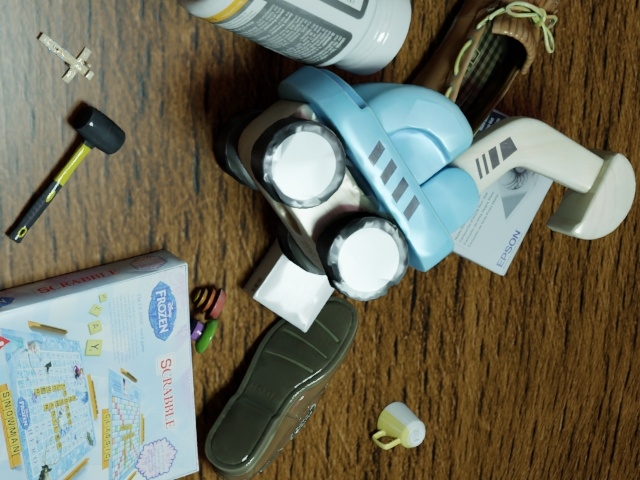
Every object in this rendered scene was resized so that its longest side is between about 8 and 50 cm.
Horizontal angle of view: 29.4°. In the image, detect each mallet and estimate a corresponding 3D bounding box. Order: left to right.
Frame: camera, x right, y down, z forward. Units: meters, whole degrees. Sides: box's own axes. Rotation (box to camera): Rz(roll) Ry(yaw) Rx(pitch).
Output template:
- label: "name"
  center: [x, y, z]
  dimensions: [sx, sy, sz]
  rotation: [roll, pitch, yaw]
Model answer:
- label: "mallet"
  center: [-0.308, -0.072, 1.486]
  dimensions: [0.062, 0.039, 0.190]
  rotation: [29, 95, -42]

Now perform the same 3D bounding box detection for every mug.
- label: "mug"
  center: [0.129, 0.304, 1.939]
  dimensions: [0.062, 0.064, 0.078]
  rotation: [38, 85, -40]

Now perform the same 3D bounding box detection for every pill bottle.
- label: "pill bottle"
  center: [-0.030, -0.309, 1.504]
  dimensions: [0.278, 0.162, 0.162]
  rotation: [18, 97, -40]

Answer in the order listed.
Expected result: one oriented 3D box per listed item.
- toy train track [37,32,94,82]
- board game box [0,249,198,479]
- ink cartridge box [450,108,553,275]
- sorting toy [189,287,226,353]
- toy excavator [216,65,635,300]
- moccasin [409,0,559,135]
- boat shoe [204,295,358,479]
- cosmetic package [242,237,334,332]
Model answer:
- label: "toy train track"
  center: [-0.299, -0.216, 1.442]
  dimensions: [0.083, 0.014, 0.048]
  rotation: [39, 84, -39]
- label: "board game box"
  center: [-0.316, 0.199, 1.569]
  dimensions: [0.318, 0.066, 0.319]
  rotation: [-14, 116, -31]
- label: "ink cartridge box"
  center: [0.256, -0.080, 1.882]
  dimensions: [0.224, 0.045, 0.223]
  rotation: [24, 94, -39]
- label: "sorting toy"
  center: [-0.163, 0.104, 1.645]
  dimensions: [0.042, 0.061, 0.102]
  rotation: [28, 47, -12]
- label: "toy excavator"
  center: [0.158, -0.094, 1.593]
  dimensions: [0.445, 0.222, 0.433]
  rotation: [-38, 109, -9]
- label: "moccasin"
  center: [0.257, -0.289, 1.730]
  dimensions: [0.380, 0.147, 0.139]
  rotation: [-50, 130, -8]
- label: "boat shoe"
  center: [-0.054, 0.214, 1.755]
  dimensions: [0.307, 0.110, 0.104]
  rotation: [-48, 156, -17]
- label: "cosmetic package"
  center: [0.000, 0.000, 1.709]
  dimensions: [0.099, 0.060, 0.239]
  rotation: [36, 86, -21]
